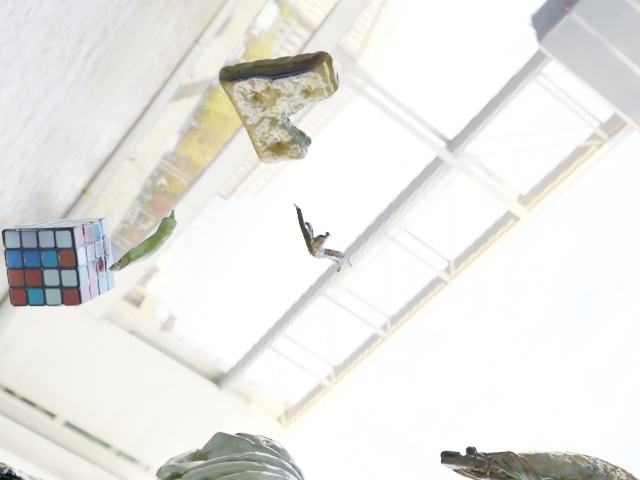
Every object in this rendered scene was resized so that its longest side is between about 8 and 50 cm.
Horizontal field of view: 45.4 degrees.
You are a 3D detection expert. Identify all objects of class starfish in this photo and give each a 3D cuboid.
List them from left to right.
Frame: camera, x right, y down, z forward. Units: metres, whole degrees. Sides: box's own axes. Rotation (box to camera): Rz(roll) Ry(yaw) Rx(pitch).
[{"bbox_3d":[-0.005,0.003,1.141,0.041,0.133,0.130,-45,180,-4],"label":"starfish"}]

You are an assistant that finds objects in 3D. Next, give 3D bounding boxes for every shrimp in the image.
[{"bbox_3d":[0.123,0.145,0.432,0.127,0.025,0.091,6,-158,29],"label":"shrimp"}]

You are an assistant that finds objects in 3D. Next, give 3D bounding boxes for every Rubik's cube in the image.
[{"bbox_3d":[-0.515,0.039,1.516,0.151,0.154,0.155,-45,133,-75],"label":"Rubik's cube"}]

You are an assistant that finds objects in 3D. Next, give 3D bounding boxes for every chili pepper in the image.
[{"bbox_3d":[-0.366,0.015,1.614,0.208,0.043,0.049,-50,-179,-37],"label":"chili pepper"}]

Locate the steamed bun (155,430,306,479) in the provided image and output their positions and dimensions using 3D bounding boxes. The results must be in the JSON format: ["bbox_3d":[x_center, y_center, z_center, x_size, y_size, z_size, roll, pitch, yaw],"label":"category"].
[{"bbox_3d":[-0.122,0.392,1.161,0.280,0.267,0.207,96,7,-63],"label":"steamed bun"}]

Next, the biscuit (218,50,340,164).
[{"bbox_3d":[-0.044,-0.184,1.098,0.174,0.183,0.039,-2,-134,20],"label":"biscuit"}]

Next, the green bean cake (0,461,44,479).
[{"bbox_3d":[-0.420,0.439,0.848,0.335,0.218,0.319,-21,-129,17],"label":"green bean cake"}]
